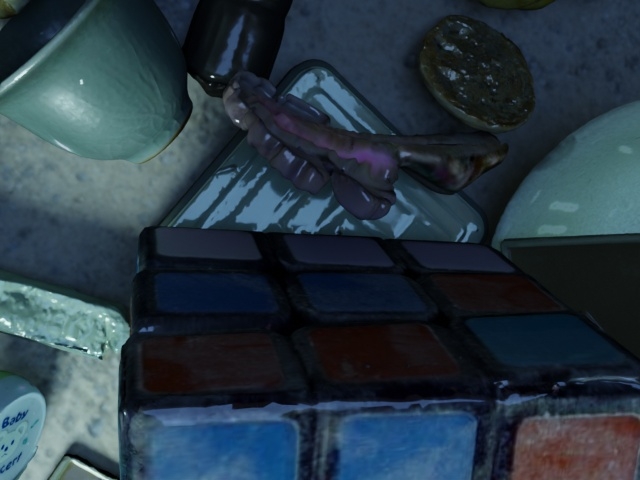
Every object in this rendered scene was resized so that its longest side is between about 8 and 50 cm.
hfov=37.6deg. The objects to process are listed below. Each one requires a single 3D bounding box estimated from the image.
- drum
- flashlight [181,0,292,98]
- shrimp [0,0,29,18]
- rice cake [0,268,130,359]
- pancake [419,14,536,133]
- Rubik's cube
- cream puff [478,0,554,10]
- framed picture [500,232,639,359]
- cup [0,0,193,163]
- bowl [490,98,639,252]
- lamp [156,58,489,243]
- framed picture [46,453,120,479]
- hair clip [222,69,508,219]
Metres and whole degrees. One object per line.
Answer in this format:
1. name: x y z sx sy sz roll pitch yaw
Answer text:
1. drum: -0.326 0.237 0.843 0.049 0.130 0.253 23 89 15
2. flashlight: -0.028 -0.335 0.875 0.103 0.103 0.423 18 93 -14
3. shrimp: -0.311 -0.318 0.823 0.360 0.085 0.246 -34 94 -4
4. rice cake: -0.332 0.042 0.851 0.337 0.066 0.062 20 90 -15
5. pancake: 0.158 -0.167 0.940 0.140 0.022 0.139 10 61 -19
6. Rubik's cube: 0.012 0.197 0.760 0.362 0.359 0.363 -1 105 -9
7. cream puff: 0.220 -0.367 0.844 0.325 0.257 0.291 31 90 -17
8. framed picture: 0.255 0.094 0.895 0.015 0.150 0.203 -25 107 -55
9. cup: -0.190 -0.144 0.825 0.199 0.199 0.150 -49 121 -5
10. bowl: 0.396 0.058 0.922 0.196 0.435 0.434 -27 104 -54
11. lamp: 0.000 0.000 0.934 0.266 0.047 0.269 41 85 -16
12. framed picture: -0.192 0.355 0.937 0.265 0.018 0.192 35 87 -13
13. hair clip: 0.045 -0.080 0.852 0.301 0.173 0.069 5 122 -34
